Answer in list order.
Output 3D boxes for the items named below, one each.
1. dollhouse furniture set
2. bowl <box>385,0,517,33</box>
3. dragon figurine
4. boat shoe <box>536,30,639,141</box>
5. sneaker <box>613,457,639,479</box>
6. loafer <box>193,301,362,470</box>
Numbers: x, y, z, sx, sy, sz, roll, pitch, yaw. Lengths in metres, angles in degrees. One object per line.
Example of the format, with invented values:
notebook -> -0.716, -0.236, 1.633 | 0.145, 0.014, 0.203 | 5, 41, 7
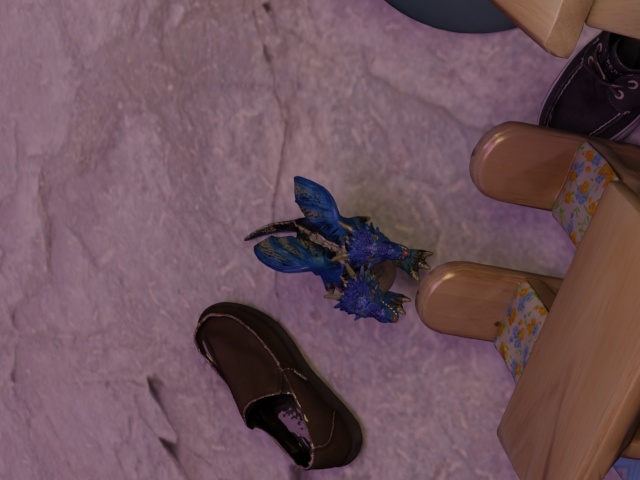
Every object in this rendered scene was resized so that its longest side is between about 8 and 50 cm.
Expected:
dollhouse furniture set -> 0.175, -0.001, 0.701 | 0.362, 0.257, 0.394 | -112, 36, -59
bowl -> 0.095, -0.323, 0.866 | 0.312, 0.163, 0.311 | 6, 101, 32
dragon figurine -> 0.000, 0.000, 0.981 | 0.289, 0.144, 0.085 | 31, 91, 45
boat shoe -> 0.248, -0.144, 0.850 | 0.228, 0.076, 0.080 | -41, 76, 32
sneaker -> 0.286, 0.142, 0.889 | 0.073, 0.063, 0.162 | 42, 118, 24
loafer -> -0.053, 0.145, 1.101 | 0.220, 0.078, 0.080 | 40, 118, 20
